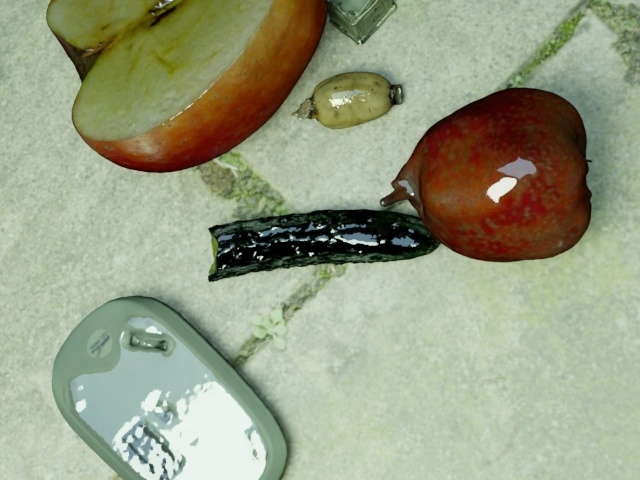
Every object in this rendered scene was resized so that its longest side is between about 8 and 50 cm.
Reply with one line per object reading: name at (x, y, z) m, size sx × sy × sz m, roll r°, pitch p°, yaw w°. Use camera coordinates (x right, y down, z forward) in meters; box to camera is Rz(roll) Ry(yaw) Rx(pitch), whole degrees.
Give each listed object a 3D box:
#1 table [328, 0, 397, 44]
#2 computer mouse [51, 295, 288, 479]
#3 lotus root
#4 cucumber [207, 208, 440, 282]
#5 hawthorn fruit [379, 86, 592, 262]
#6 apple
table at (0.051, -0.323, 1.272) m, size 0.062 × 0.083 × 0.079 m, roll 42°, pitch 87°, yaw 19°
computer mouse at (-0.190, 0.215, 1.189) m, size 0.331 × 0.095 × 0.197 m, roll 44°, pitch 90°, yaw 10°
lotus root at (0.034, -0.186, 1.254) m, size 0.151 × 0.063 × 0.072 m, roll -13°, pitch 83°, yaw 5°
cucumber at (0.000, 0.000, 1.209) m, size 0.303 × 0.072 × 0.081 m, roll -7°, pitch 72°, yaw 10°
hawthorn fruit at (0.192, -0.070, 1.113) m, size 0.248 × 0.208 × 0.208 m, roll -3°, pitch 75°, yaw 3°
apple at (-0.172, -0.275, 1.211) m, size 0.365 × 0.295 × 0.329 m, roll -36°, pitch 94°, yaw 7°
